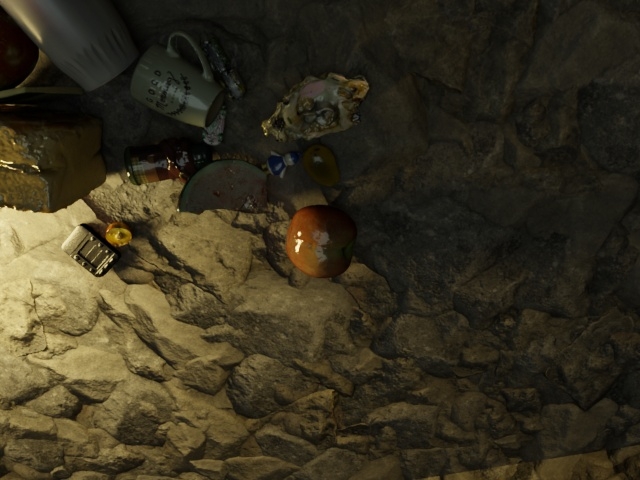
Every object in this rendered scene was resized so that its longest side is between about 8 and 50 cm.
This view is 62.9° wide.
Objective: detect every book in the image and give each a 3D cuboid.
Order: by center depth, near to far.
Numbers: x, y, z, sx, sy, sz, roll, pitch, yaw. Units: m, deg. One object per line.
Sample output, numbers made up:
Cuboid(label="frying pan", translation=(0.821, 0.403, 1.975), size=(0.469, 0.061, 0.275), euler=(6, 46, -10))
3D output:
Cuboid(label="book", translation=(-0.880, -0.434, 1.577), size=(0.201, 0.289, 0.026), euler=(-9, 104, 9))

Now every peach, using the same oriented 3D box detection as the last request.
Cuboid(label="peach", translation=(0.000, 0.000, 1.767), size=(0.252, 0.252, 0.253), euler=(2, 117, 4))
Cuboid(label="peach", translation=(-0.729, -0.028, 1.900), size=(0.098, 0.061, 0.098), euler=(-6, 137, -5))

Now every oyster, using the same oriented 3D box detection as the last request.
Cuboid(label="oyster", translation=(-0.020, -0.423, 1.633), size=(0.354, 0.107, 0.201), euler=(-17, 135, -1))

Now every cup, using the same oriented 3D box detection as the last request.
Cuboid(label="cup", translation=(-0.710, -0.630, 1.471), size=(0.253, 0.253, 0.372), euler=(-23, 124, 15))
Cuboid(label="cup", translation=(-0.404, -0.480, 1.556), size=(0.234, 0.186, 0.258), euler=(26, 122, -2))

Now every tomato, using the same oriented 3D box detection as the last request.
Cuboid(label="tomato", translation=(-0.984, -0.557, 1.507), size=(0.303, 0.303, 0.239), euler=(6, 80, 1))

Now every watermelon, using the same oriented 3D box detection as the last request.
Cuboid(label="watermelon", translation=(-0.333, -0.153, 1.706), size=(0.305, 0.180, 0.224), euler=(-8, 138, -30))

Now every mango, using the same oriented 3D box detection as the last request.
Cuboid(label="mango", translation=(0.007, -0.244, 1.728), size=(0.103, 0.076, 0.161), euler=(-31, 119, 11))

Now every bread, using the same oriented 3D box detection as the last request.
Cuboid(label="bread", translation=(-0.917, -0.267, 1.624), size=(0.371, 0.390, 0.279), euler=(10, 109, 1))

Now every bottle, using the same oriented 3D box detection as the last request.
Cuboid(label="bottle", translation=(-0.489, -0.256, 1.711), size=(0.271, 0.143, 0.156), euler=(-9, 97, -6))

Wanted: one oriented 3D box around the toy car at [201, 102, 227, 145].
Cuboid(label="toy car", translation=(-0.341, -0.379, 1.695), size=(0.069, 0.055, 0.142), euler=(11, 103, -2))

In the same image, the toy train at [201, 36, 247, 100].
Cuboid(label="toy train", translation=(-0.295, -0.524, 1.607), size=(0.060, 0.081, 0.202), euler=(-23, 120, 16))

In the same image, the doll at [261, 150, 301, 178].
Cuboid(label="doll", translation=(-0.128, -0.259, 1.739), size=(0.142, 0.057, 0.099), euler=(-22, 93, 13))

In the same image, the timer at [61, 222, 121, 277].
Cuboid(label="timer", translation=(-0.850, 0.038, 1.949), size=(0.187, 0.055, 0.144), euler=(43, 110, -12))
